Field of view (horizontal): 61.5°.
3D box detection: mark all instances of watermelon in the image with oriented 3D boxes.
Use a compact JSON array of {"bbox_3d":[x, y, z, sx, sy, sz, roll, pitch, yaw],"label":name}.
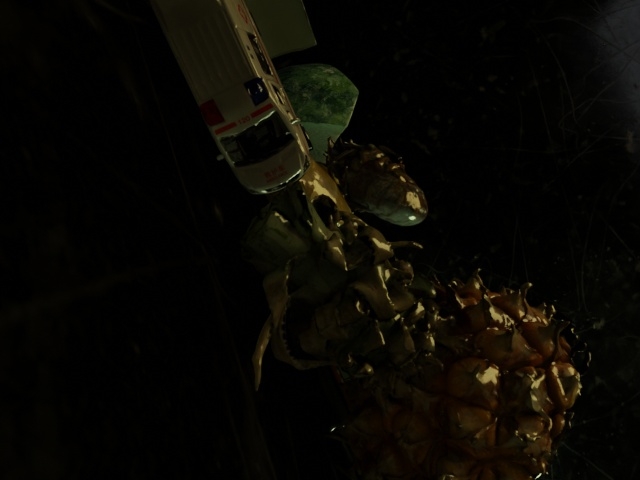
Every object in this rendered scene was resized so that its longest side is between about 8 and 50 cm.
[{"bbox_3d":[-0.032,-0.321,1.425,0.387,0.228,0.259,-121,-166,-52],"label":"watermelon"}]

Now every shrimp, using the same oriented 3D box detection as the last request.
[{"bbox_3d":[0.070,-0.119,0.982,0.343,0.145,0.117,45,-53,51],"label":"shrimp"}]

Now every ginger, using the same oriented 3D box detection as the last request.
[{"bbox_3d":[0.015,-0.006,0.891,0.348,0.122,0.363,59,-5,-11],"label":"ginger"}]

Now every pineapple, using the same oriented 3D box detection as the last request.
[{"bbox_3d":[0.042,0.068,0.469,0.271,0.262,0.262,44,10,-14],"label":"pineapple"}]

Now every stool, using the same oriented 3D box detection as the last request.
[{"bbox_3d":[-0.143,-0.500,1.027,0.244,0.170,0.270,-105,173,-56],"label":"stool"}]

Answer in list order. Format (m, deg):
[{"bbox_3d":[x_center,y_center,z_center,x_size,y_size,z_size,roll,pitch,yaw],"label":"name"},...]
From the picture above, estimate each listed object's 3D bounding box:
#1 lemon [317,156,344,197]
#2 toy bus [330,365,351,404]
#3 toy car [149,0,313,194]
[{"bbox_3d":[0.031,-0.176,1.750,0.170,0.169,0.208,54,16,-75],"label":"lemon"},{"bbox_3d":[0.111,0.281,0.810,0.093,0.092,0.409,-96,164,-69],"label":"toy bus"},{"bbox_3d":[-0.080,-0.144,0.515,0.108,0.089,0.210,-76,142,-83],"label":"toy car"}]
